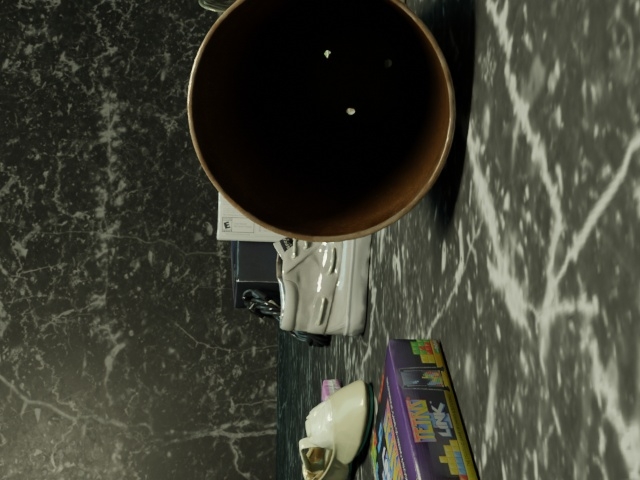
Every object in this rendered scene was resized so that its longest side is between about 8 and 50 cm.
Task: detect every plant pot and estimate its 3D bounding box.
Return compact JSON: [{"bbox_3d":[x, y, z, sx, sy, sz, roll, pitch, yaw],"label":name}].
[{"bbox_3d":[0.016,-0.134,0.815,0.230,0.216,0.215,-61,-24,-70],"label":"plant pot"}]

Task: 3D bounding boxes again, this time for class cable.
[{"bbox_3d":[-0.049,0.142,1.597,0.184,0.151,0.047,43,-109,-50],"label":"cable"}]

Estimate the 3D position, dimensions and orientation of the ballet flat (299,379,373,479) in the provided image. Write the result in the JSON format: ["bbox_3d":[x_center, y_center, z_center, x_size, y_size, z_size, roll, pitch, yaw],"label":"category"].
[{"bbox_3d":[0.014,0.263,1.186,0.248,0.086,0.086,100,170,-51],"label":"ballet flat"}]

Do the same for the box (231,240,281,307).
[{"bbox_3d":[-0.078,-0.033,1.698,0.296,0.183,0.293,113,157,-75],"label":"box"}]

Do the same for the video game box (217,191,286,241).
[{"bbox_3d":[-0.070,-0.091,1.505,0.048,0.205,0.187,-108,21,-77],"label":"video game box"}]

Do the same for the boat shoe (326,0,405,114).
[{"bbox_3d":[0.034,-0.180,1.006,0.113,0.104,0.302,-175,87,-84],"label":"boat shoe"}]

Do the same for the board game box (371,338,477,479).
[{"bbox_3d":[0.079,0.187,0.733,0.170,0.048,0.141,-98,10,-58],"label":"board game box"}]

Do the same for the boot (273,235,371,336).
[{"bbox_3d":[0.000,0.000,1.184,0.095,0.124,0.258,-150,62,-83],"label":"boot"}]

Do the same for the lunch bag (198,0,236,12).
[{"bbox_3d":[-0.051,-0.399,1.248,0.287,0.236,0.168,148,125,-83],"label":"lunch bag"}]

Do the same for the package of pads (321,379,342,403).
[{"bbox_3d":[0.017,0.264,1.394,0.050,0.032,0.083,-99,12,-68],"label":"package of pads"}]

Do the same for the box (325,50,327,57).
[{"bbox_3d":[-0.023,-0.361,1.557,0.103,0.114,0.203,-131,43,-80],"label":"box"}]
